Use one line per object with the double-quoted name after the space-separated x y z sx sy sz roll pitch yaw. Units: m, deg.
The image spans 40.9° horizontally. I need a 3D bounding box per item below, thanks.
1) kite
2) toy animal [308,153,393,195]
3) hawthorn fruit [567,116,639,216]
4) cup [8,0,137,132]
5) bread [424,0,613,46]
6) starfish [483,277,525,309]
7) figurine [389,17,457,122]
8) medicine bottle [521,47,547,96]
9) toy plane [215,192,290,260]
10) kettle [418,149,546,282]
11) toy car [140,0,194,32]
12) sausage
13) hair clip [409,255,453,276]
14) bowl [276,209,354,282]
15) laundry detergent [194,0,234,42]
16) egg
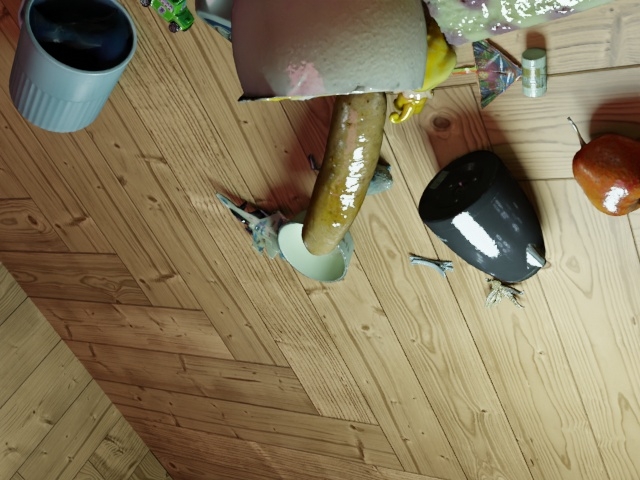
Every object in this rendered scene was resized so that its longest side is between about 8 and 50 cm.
0.330 -0.338 1.708 0.159 0.010 0.190 11 135 31 "kite"
0.079 -0.155 2.068 0.253 0.070 0.079 15 105 43 "toy animal"
0.548 -0.146 1.653 0.203 0.162 0.162 46 148 24 "hawthorn fruit"
-0.652 -0.462 2.123 0.331 0.257 0.311 39 145 -8 "cup"
0.343 -0.452 1.451 0.338 0.155 0.187 -7 131 41 "bread"
0.440 0.120 2.097 0.133 0.041 0.130 -13 131 38 "starfish"
0.193 -0.338 1.731 0.156 0.131 0.246 7 152 4 "figurine"
0.407 -0.320 1.636 0.047 0.047 0.083 12 137 27 "medicine bottle"
-0.175 -0.054 2.356 0.262 0.088 0.192 45 138 3 "toy plane"
0.366 -0.034 1.891 0.290 0.207 0.268 44 172 -26 "kettle"
-0.356 -0.548 1.957 0.165 0.071 0.062 43 129 -10 "toy car"
0.050 -0.146 1.957 0.136 0.123 0.501 43 136 30 "sausage"
0.276 0.064 2.168 0.115 0.039 0.030 13 133 30 "hair clip"
0.000 0.000 2.246 0.211 0.112 0.211 20 140 18 "bowl"
-0.178 -0.487 1.814 0.280 0.105 0.215 39 173 -6 "laundry detergent"
0.010 -0.423 1.529 0.354 0.354 0.340 4 102 35 "egg"
